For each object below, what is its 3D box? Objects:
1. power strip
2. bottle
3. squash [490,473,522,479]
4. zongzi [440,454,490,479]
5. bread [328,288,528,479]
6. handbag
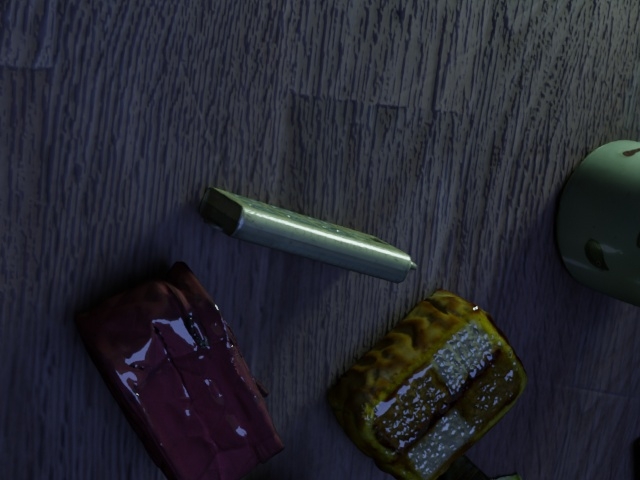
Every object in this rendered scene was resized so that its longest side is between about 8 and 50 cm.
[{"bbox_3d":[0.000,0.000,1.020,0.267,0.092,0.034,16,98,-33],"label":"power strip"},{"bbox_3d":[0.473,0.016,1.159,0.229,0.351,0.229,-10,110,-29],"label":"bottle"},{"bbox_3d":[0.201,0.438,1.233,0.236,0.155,0.204,-6,108,-28],"label":"squash"},{"bbox_3d":[0.155,0.358,1.186,0.184,0.084,0.187,48,59,2],"label":"zongzi"},{"bbox_3d":[0.132,0.182,1.153,0.222,0.096,0.181,-40,118,-15],"label":"bread"},{"bbox_3d":[-0.132,0.139,0.950,0.135,0.146,0.225,-30,118,-15],"label":"handbag"}]
